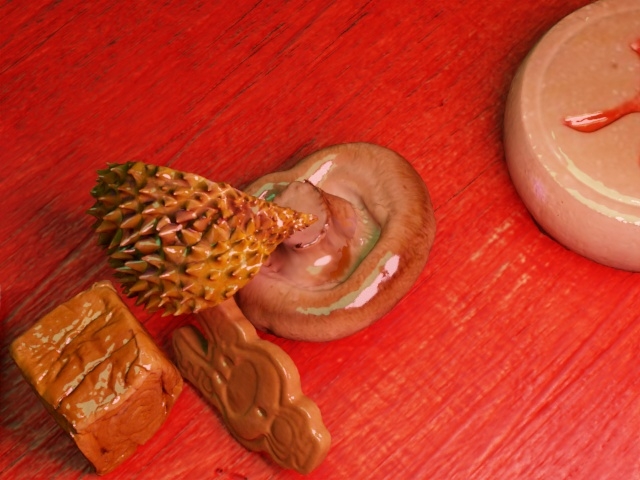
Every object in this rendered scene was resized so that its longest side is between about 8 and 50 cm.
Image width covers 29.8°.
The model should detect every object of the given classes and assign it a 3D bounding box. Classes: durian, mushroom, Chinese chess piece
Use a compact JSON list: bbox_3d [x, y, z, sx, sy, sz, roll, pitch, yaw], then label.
[{"bbox_3d":[-0.171,-0.015,1.313,0.186,0.260,0.154,50,55,-11],"label":"durian"},{"bbox_3d":[0.000,0.000,1.382,0.278,0.146,0.278,-12,48,14],"label":"mushroom"},{"bbox_3d":[0.381,-0.125,1.403,0.338,0.140,0.338,-2,64,4],"label":"Chinese chess piece"}]

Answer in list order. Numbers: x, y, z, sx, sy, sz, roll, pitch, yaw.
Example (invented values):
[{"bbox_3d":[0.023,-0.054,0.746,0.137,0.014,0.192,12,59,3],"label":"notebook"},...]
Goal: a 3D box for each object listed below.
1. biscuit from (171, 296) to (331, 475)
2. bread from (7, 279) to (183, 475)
[{"bbox_3d":[-0.079,0.159,1.321,0.040,0.144,0.236,-24,60,-37],"label":"biscuit"},{"bbox_3d":[-0.241,0.150,1.322,0.149,0.158,0.143,-40,67,-8],"label":"bread"}]
